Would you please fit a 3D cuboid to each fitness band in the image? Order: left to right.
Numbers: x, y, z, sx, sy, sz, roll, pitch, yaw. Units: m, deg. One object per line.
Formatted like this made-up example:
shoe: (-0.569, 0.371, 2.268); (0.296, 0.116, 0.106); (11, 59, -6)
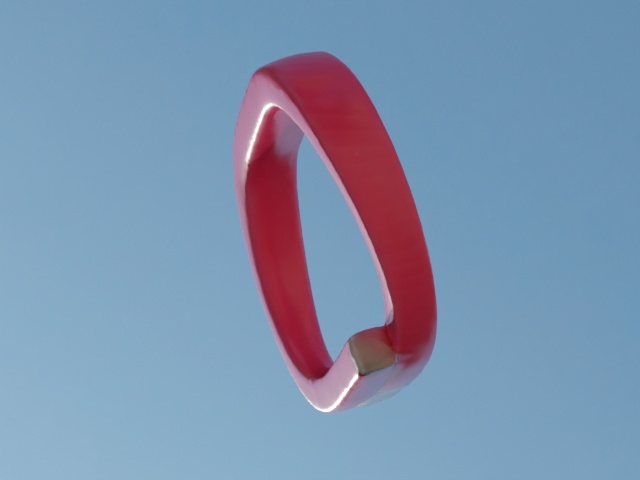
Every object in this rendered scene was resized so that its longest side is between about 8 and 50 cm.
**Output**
fitness band: (0.000, 0.000, 1.102); (0.291, 0.054, 0.209); (120, -50, -71)
